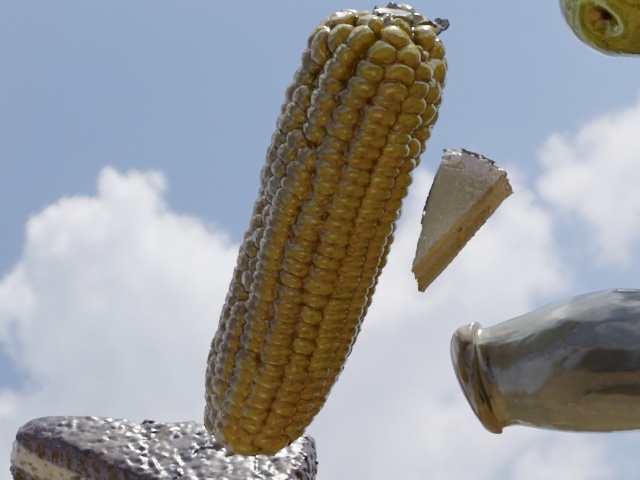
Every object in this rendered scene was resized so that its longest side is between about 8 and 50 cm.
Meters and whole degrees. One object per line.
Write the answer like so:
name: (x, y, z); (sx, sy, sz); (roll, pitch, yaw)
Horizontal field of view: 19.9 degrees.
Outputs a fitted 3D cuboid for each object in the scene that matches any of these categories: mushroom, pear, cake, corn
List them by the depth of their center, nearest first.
mushroom: (0.252, 0.089, 1.142); (0.097, 0.351, 0.109); (-14, -70, -67)
corn: (-0.001, 0.000, 1.151); (0.102, 0.102, 0.313); (3, -71, -48)
cake: (-0.127, 0.212, 1.399); (0.246, 0.135, 0.112); (3, -63, 0)
cake: (0.113, -0.013, 1.526); (0.121, 0.065, 0.052); (-68, -24, -15)
pear: (0.276, -0.208, 1.593); (0.141, 0.141, 0.104); (-19, -59, -30)
